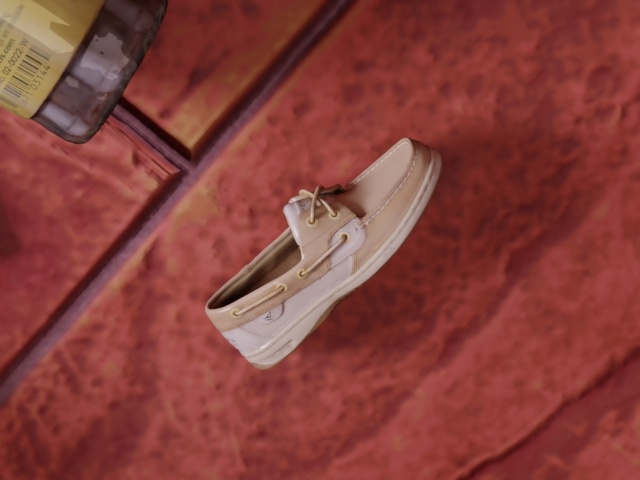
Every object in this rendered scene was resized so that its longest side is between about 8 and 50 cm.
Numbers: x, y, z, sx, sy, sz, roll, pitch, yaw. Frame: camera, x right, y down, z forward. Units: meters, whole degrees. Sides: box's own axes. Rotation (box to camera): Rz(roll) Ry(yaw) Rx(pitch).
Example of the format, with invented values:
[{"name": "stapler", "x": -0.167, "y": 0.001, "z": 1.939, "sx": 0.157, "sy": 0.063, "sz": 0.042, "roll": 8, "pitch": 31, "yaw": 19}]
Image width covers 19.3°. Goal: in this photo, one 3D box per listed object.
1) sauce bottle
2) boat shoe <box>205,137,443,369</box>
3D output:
[{"name": "sauce bottle", "x": -0.247, "y": -0.179, "z": 0.992, "sx": 0.344, "sy": 0.111, "sz": 0.111, "roll": 31, "pitch": 100, "yaw": -17}, {"name": "boat shoe", "x": 0.000, "y": 0.000, "z": 1.105, "sx": 0.059, "sy": 0.063, "sz": 0.170, "roll": 39, "pitch": 98, "yaw": -22}]
